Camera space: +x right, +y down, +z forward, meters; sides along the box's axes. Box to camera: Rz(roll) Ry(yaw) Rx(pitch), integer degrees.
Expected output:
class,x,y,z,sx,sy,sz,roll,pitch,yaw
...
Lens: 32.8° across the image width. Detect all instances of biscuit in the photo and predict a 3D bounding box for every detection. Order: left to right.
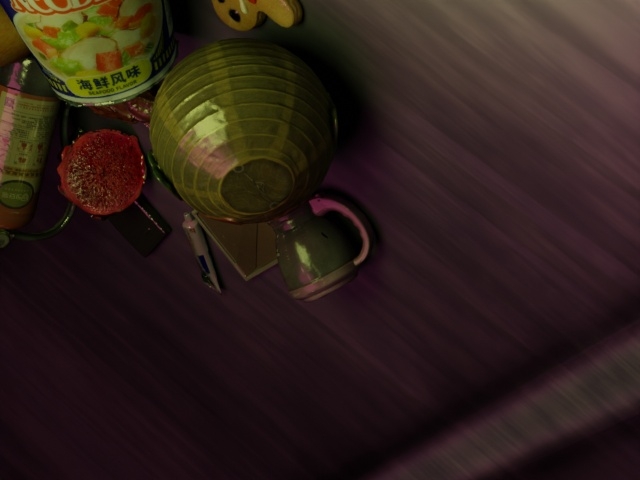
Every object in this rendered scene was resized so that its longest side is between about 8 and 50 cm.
class,x,y,z,sx,sy,sz,roll,pitch,yaw
biscuit,-0.077,-0.343,1.386,0.158,0.035,0.240,51,143,0

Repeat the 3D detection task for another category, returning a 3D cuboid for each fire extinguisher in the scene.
class,x,y,z,sx,sy,sz,roll,pitch,yaw
fire extinguisher,-0.481,-0.127,1.806,0.113,0.200,0.376,-127,53,-62

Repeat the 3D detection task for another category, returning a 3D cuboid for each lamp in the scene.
class,x,y,z,sx,sy,sz,roll,pitch,yaw
lamp,-0.108,-0.160,1.435,0.250,0.250,0.284,97,162,-46

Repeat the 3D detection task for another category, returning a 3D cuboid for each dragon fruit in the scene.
class,x,y,z,sx,sy,sz,roll,pitch,yaw
dragon fruit,-0.375,-0.116,1.819,0.111,0.153,0.153,25,142,60

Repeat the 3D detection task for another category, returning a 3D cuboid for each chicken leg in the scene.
class,x,y,z,sx,sy,sz,roll,pitch,yaw
chicken leg,-0.271,-0.202,1.672,0.304,0.093,0.113,39,132,5

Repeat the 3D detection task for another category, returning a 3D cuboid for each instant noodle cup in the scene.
class,x,y,z,sx,sy,sz,roll,pitch,yaw
instant noodle cup,-0.320,-0.358,1.446,0.284,0.284,0.312,22,145,30

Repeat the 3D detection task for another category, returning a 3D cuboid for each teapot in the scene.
class,x,y,z,sx,sy,sz,roll,pitch,yaw
teapot,-0.008,0.004,1.572,0.148,0.116,0.146,-24,95,56

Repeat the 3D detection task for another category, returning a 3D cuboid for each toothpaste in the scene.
class,x,y,z,sx,sy,sz,roll,pitch,yaw
toothpaste,-0.203,0.021,1.849,0.045,0.028,0.170,26,143,43

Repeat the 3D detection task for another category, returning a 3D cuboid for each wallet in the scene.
class,x,y,z,sx,sy,sz,roll,pitch,yaw
wallet,-0.369,-0.081,1.923,0.244,0.025,0.124,49,143,-2

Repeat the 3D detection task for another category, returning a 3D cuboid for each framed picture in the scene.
class,x,y,z,sx,sy,sz,roll,pitch,yaw
framed picture,-0.112,-0.023,1.728,0.150,0.015,0.203,52,143,-6

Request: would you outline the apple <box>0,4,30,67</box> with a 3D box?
class,x,y,z,sx,sy,sz,roll,pitch,yaw
apple,-0.501,-0.377,1.594,0.264,0.264,0.264,26,139,26
